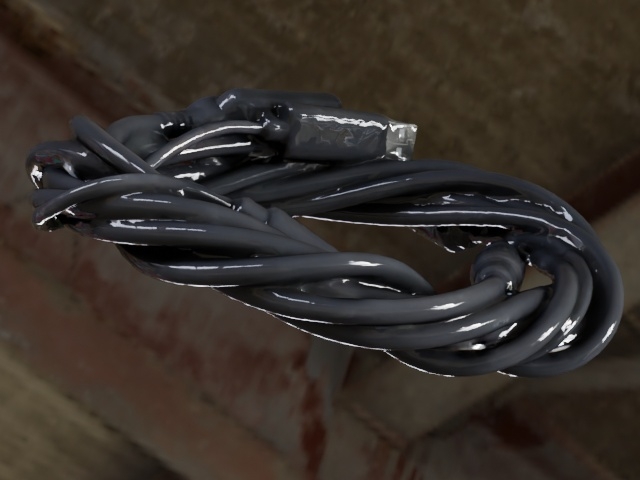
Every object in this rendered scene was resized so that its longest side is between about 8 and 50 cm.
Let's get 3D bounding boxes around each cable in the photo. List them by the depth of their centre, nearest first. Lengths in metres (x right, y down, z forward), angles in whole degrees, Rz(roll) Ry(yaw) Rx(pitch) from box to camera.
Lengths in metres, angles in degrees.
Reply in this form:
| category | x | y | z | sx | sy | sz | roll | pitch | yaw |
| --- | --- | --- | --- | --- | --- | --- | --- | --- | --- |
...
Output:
| category | x | y | z | sx | sy | sz | roll | pitch | yaw |
| --- | --- | --- | --- | --- | --- | --- | --- | --- | --- |
| cable | 0.000 | 0.000 | 0.533 | 0.150 | 0.184 | 0.047 | 37 | -65 | 40 |
